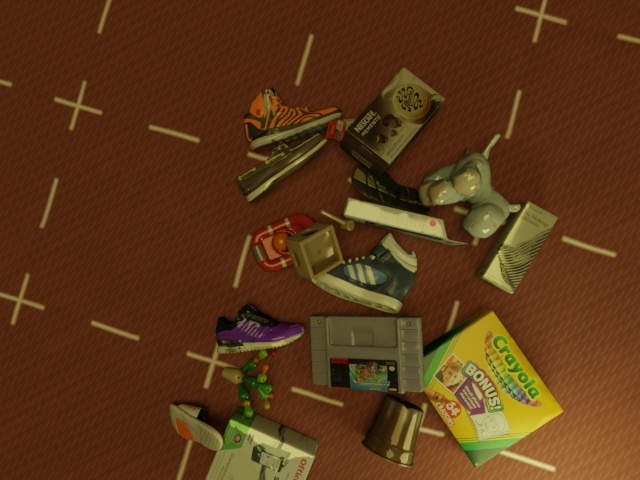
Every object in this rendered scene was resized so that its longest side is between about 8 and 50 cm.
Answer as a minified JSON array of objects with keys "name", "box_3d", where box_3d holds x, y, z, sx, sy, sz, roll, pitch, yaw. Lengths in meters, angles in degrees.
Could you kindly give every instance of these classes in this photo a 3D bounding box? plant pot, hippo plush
[{"name":"plant pot","box_3d":[0.233,0.579,1.439,0.167,0.167,0.165,21,81,4]},{"name":"hippo plush","box_3d":[0.460,-0.130,1.444,0.236,0.234,0.294,55,49,-14]}]

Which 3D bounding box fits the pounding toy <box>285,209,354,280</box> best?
[{"name":"pounding toy","box_3d":[0.002,-0.011,1.409,0.206,0.094,0.181,-30,113,-30]}]

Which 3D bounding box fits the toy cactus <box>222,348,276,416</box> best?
[{"name":"toy cactus","box_3d":[-0.229,0.446,1.507,0.181,0.112,0.218,11,92,23]}]

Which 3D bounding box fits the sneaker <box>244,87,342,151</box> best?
[{"name":"sneaker","box_3d":[-0.100,-0.417,1.498,0.321,0.124,0.180,-16,88,3]}]

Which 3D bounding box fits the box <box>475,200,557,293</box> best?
[{"name":"box","box_3d":[0.608,0.022,1.455,0.113,0.094,0.275,29,91,4]}]

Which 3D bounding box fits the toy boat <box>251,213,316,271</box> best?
[{"name":"toy boat","box_3d":[-0.112,0.004,1.473,0.231,0.151,0.150,-23,87,3]}]

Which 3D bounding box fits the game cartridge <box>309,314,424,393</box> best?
[{"name":"game cartridge","box_3d":[0.138,0.347,1.440,0.355,0.068,0.230,-4,84,23]}]

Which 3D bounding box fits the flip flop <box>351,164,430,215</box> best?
[{"name":"flip flop","box_3d":[0.221,-0.150,1.497,0.277,0.080,0.112,21,74,-11]}]

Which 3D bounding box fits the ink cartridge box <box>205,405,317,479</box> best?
[{"name":"ink cartridge box","box_3d":[-0.178,0.693,1.471,0.289,0.121,0.211,22,89,4]}]

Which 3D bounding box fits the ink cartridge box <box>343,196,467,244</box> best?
[{"name":"ink cartridge box","box_3d":[0.255,-0.054,1.439,0.371,0.176,0.069,16,89,4]}]

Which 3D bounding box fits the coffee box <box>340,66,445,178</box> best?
[{"name":"coffee box","box_3d":[0.220,-0.363,1.443,0.168,0.119,0.297,40,75,4]}]

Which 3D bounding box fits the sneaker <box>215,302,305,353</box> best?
[{"name":"sneaker","box_3d":[-0.201,0.272,1.495,0.294,0.102,0.146,-9,87,3]}]

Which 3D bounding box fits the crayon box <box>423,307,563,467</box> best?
[{"name":"crayon box","box_3d":[0.495,0.448,1.443,0.313,0.106,0.362,-34,86,2]}]

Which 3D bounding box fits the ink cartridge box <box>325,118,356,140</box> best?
[{"name":"ink cartridge box","box_3d":[0.071,-0.352,1.486,0.029,0.115,0.062,37,128,34]}]

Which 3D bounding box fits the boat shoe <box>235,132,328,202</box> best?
[{"name":"boat shoe","box_3d":[-0.126,-0.252,1.502,0.324,0.116,0.096,-36,90,8]}]

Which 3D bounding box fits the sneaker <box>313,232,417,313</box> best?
[{"name":"sneaker","box_3d":[0.144,0.075,1.485,0.323,0.130,0.236,18,71,17]}]

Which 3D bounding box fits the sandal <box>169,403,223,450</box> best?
[{"name":"sandal","box_3d":[-0.383,0.590,1.489,0.265,0.076,0.101,10,110,37]}]
